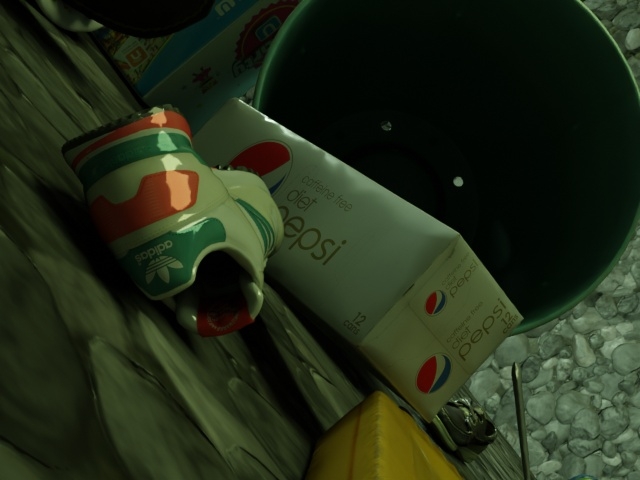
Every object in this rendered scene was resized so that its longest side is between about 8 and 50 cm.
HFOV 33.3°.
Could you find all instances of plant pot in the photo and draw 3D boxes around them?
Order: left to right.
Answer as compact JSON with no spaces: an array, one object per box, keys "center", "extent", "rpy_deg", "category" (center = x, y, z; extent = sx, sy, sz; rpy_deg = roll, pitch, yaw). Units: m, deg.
[{"center":[0.077,-0.055,0.870],"extent":[0.293,0.293,0.235],"rpy_deg":[51,-14,1],"category":"plant pot"}]

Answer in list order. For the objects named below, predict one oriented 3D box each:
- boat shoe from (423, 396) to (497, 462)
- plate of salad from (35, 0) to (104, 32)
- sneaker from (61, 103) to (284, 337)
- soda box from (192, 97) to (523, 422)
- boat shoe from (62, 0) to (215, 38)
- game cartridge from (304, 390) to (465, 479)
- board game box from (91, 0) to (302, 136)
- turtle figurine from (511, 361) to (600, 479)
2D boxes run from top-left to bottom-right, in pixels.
[{"center":[0.132,0.172,1.021],"extent":[0.056,0.049,0.152],"rpy_deg":[53,4,27],"category":"boat shoe"},{"center":[-0.123,-0.228,0.698],"extent":[0.048,0.200,0.200],"rpy_deg":[24,-4,14],"category":"plate of salad"},{"center":[-0.047,0.006,0.425],"extent":[0.161,0.057,0.075],"rpy_deg":[46,23,-73],"category":"sneaker"},{"center":[0.000,0.000,0.554],"extent":[0.216,0.069,0.074],"rpy_deg":[35,-10,50],"category":"soda box"},{"center":[-0.160,-0.186,0.502],"extent":[0.355,0.132,0.130],"rpy_deg":[38,31,-54],"category":"boat shoe"},{"center":[0.109,0.198,0.355],"extent":[0.324,0.052,0.285],"rpy_deg":[52,3,1],"category":"game cartridge"},{"center":[-0.121,-0.269,0.897],"extent":[0.303,0.224,0.097],"rpy_deg":[52,2,22],"category":"board game box"},{"center":[0.232,0.213,0.712],"extent":[0.198,0.275,0.266],"rpy_deg":[10,30,-27],"category":"turtle figurine"}]
